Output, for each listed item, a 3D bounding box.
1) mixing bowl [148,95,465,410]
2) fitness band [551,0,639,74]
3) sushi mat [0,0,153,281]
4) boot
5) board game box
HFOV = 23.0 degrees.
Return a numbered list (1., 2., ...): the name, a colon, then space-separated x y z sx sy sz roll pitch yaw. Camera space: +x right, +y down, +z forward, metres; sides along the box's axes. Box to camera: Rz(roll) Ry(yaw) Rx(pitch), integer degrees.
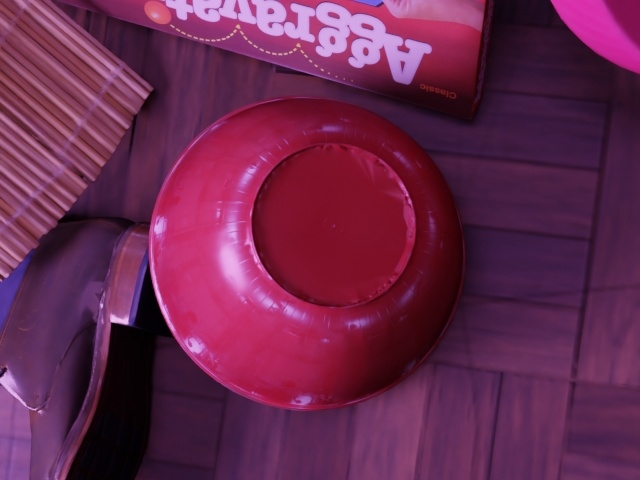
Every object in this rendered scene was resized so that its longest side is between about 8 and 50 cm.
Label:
1. mixing bowl: 0.000 0.000 0.844 0.181 0.098 0.182 1 82 -8
2. fitness band: 0.210 -0.224 0.803 0.054 0.209 0.291 19 96 56
3. sushi mat: -0.254 -0.131 0.892 0.316 0.019 0.151 41 65 -12
4. boot: -0.156 0.087 0.912 0.106 0.082 0.219 13 76 23
5. board game box: -0.038 -0.164 0.883 0.281 0.145 0.027 17 52 13
